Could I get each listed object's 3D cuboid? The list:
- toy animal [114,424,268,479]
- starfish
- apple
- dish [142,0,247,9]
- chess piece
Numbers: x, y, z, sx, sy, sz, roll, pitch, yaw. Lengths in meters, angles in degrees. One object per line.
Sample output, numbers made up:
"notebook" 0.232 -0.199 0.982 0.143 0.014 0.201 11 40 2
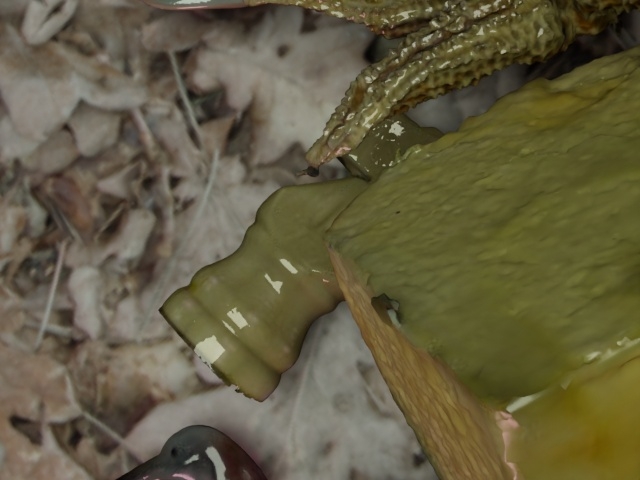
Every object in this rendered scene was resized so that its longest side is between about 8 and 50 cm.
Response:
"toy animal" 0.020 0.194 0.550 0.324 0.090 0.195 40 96 11
"starfish" 0.102 -0.127 0.503 0.293 0.084 0.301 -8 46 19
"apple" 0.190 0.028 0.444 0.309 0.252 0.314 -28 74 -9
"dish" -0.103 -0.246 0.625 0.234 0.064 0.154 43 97 14
"chess piece" 0.000 0.000 0.582 0.090 0.090 0.200 43 86 13
